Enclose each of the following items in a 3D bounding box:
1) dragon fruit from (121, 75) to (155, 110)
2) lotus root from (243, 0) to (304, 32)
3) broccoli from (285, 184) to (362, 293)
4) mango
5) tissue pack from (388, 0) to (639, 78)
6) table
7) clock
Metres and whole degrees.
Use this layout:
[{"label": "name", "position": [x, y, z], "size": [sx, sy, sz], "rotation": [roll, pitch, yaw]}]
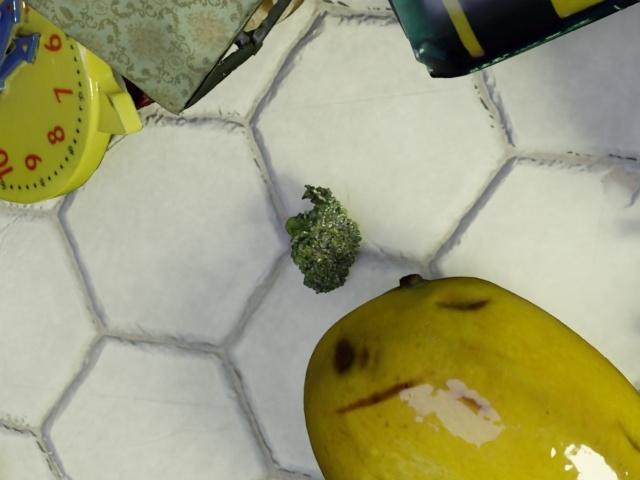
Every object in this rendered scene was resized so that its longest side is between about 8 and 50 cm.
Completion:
[{"label": "dragon fruit", "position": [-0.216, -0.230, 1.668], "size": [0.092, 0.122, 0.192], "rotation": [-21, 103, 36]}, {"label": "lotus root", "position": [-0.061, -0.275, 1.634], "size": [0.122, 0.081, 0.112], "rotation": [-30, 90, 19]}, {"label": "broccoli", "position": [0.000, 0.000, 1.668], "size": [0.095, 0.097, 0.092], "rotation": [-52, 36, -3]}, {"label": "mango", "position": [0.183, 0.227, 1.555], "size": [0.445, 0.220, 0.301], "rotation": [46, 115, 3]}, {"label": "tissue pack", "position": [0.250, -0.333, 1.427], "size": [0.416, 0.264, 0.253], "rotation": [-25, 94, 21]}, {"label": "table", "position": [-0.166, -0.326, 1.458], "size": [0.335, 0.272, 0.222], "rotation": [37, 113, -1]}, {"label": "clock", "position": [-0.337, -0.174, 1.691], "size": [0.293, 0.071, 0.277], "rotation": [-30, 86, 42]}]
